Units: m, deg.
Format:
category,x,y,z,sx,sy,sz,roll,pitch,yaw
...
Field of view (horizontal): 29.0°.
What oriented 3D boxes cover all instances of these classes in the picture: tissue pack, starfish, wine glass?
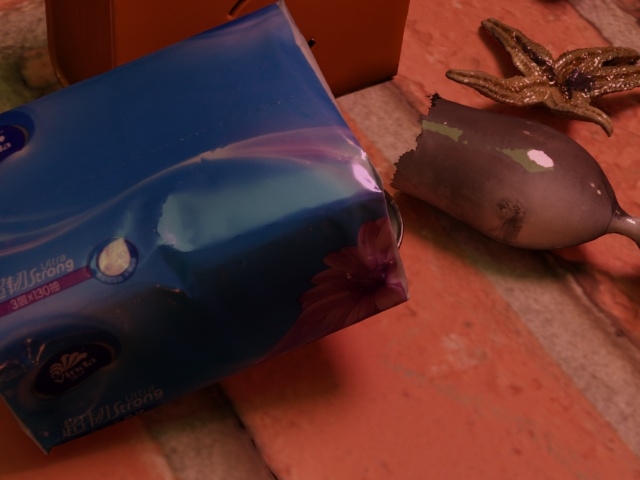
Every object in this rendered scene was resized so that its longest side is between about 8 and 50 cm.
category,x,y,z,sx,sy,sz,roll,pitch,yaw
tissue pack,-0.103,-0.013,0.813,0.263,0.146,0.198,-23,52,-4
starfish,0.205,-0.145,1.088,0.224,0.050,0.217,-3,41,-27
wine glass,0.168,-0.036,0.947,0.222,0.103,0.103,22,48,12
tissue pack,-0.073,-0.211,1.007,0.275,0.194,0.145,-21,54,-26

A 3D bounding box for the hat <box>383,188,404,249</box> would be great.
category,x,y,z,sx,sy,sz,roll,pitch,yaw
hat,0.000,0.000,0.921,0.121,0.050,0.121,1,44,-1
